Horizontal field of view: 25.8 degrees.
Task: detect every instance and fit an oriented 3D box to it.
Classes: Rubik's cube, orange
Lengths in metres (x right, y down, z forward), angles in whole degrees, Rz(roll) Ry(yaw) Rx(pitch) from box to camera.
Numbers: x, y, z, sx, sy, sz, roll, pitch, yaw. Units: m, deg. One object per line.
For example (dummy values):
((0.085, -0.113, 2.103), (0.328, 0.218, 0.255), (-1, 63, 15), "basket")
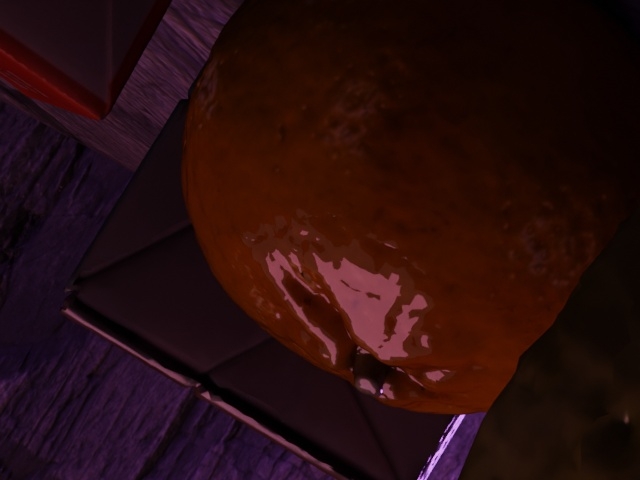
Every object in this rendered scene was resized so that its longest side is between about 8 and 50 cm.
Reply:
((0.000, 0.000, 0.850), (0.221, 0.231, 0.224), (32, 177, -3), "Rubik's cube")
((0.048, -0.026, 0.593), (0.219, 0.193, 0.219), (39, 162, 15), "orange")

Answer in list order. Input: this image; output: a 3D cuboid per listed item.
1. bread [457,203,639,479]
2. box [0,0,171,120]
((0.210, 0.127, 0.383), (0.308, 0.348, 0.348), (35, 178, 33), "bread")
((-0.161, -0.162, 0.710), (0.182, 0.133, 0.099), (33, 173, -41), "box")
